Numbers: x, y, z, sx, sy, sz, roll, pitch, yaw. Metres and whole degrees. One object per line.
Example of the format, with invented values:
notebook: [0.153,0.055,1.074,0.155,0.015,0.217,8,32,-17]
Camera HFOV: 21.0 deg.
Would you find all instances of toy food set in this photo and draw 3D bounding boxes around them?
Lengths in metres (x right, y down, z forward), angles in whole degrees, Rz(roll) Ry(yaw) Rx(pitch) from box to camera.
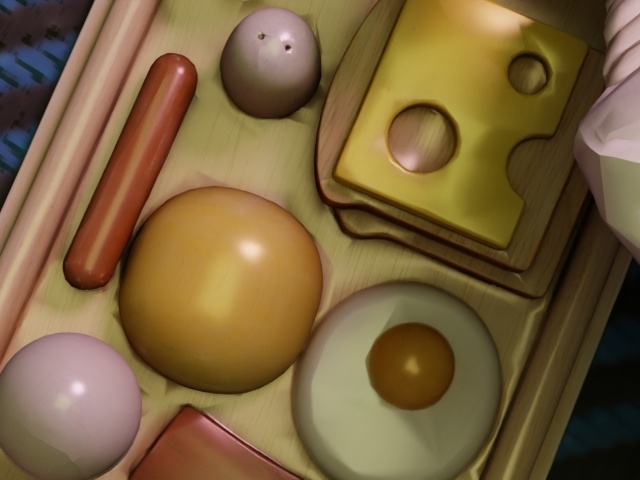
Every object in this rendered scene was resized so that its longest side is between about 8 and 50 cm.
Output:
toy food set: [0.000,0.000,0.584,0.219,0.092,0.306,23,83,-1]

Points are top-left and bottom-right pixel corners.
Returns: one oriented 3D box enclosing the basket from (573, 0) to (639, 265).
basket: [0.286,-0.037,0.441,0.328,0.266,0.331,-37,103,20]
